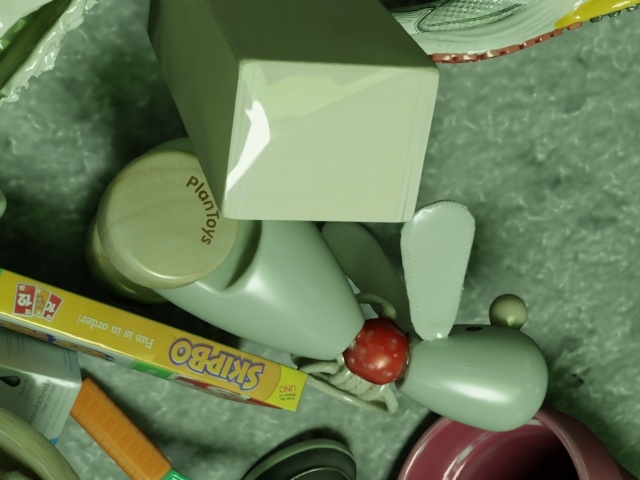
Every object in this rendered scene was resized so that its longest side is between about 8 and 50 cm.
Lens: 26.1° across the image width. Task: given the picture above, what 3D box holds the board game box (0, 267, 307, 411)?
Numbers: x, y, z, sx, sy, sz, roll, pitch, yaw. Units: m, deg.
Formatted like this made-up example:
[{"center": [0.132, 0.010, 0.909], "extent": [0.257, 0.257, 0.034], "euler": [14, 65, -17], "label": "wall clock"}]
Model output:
[{"center": [-0.148, 0.060, 0.920], "extent": [0.259, 0.124, 0.039], "euler": [24, 78, -23], "label": "board game box"}]

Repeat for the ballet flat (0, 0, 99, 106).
[{"center": [-0.218, -0.116, 0.764], "extent": [0.147, 0.147, 0.409], "euler": [40, 90, -29], "label": "ballet flat"}]

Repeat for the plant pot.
[{"center": [0.182, 0.237, 1.083], "extent": [0.180, 0.201, 0.201], "euler": [21, 111, -41], "label": "plant pot"}]

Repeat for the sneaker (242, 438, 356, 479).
[{"center": [-0.043, 0.260, 1.063], "extent": [0.083, 0.118, 0.222], "euler": [37, 103, -29], "label": "sneaker"}]

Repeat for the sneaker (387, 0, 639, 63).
[{"center": [0.136, -0.178, 0.911], "extent": [0.225, 0.088, 0.092], "euler": [-21, 101, -4], "label": "sneaker"}]

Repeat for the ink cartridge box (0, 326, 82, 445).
[{"center": [-0.268, 0.104, 0.950], "extent": [0.180, 0.060, 0.104], "euler": [17, 113, -23], "label": "ink cartridge box"}]

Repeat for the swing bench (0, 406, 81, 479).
[{"center": [-0.285, 0.219, 0.893], "extent": [0.255, 0.165, 0.253], "euler": [8, 146, -21], "label": "swing bench"}]

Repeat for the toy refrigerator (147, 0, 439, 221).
[{"center": [-0.028, -0.104, 0.784], "extent": [0.102, 0.269, 0.094], "euler": [1, 117, -17], "label": "toy refrigerator"}]

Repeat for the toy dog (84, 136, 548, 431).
[{"center": [0.000, 0.000, 0.917], "extent": [0.334, 0.220, 0.161], "euler": [28, 75, -34], "label": "toy dog"}]

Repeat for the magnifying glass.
[{"center": [-0.102, 0.192, 1.009], "extent": [0.092, 0.026, 0.231], "euler": [-44, 96, -16], "label": "magnifying glass"}]

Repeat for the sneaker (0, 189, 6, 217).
[{"center": [-0.285, -0.018, 0.883], "extent": [0.152, 0.058, 0.084], "euler": [14, 116, -26], "label": "sneaker"}]
